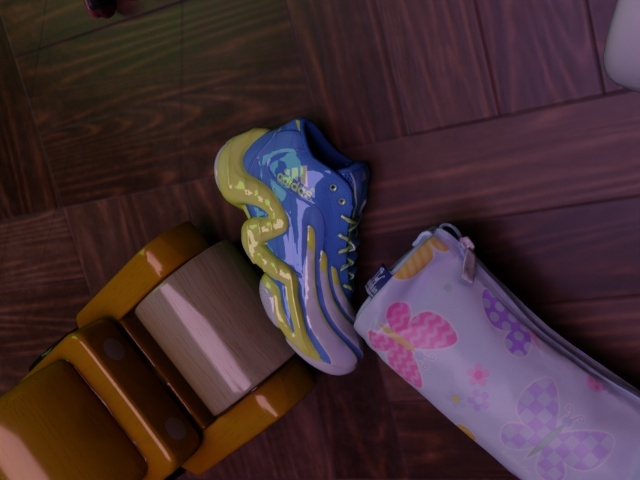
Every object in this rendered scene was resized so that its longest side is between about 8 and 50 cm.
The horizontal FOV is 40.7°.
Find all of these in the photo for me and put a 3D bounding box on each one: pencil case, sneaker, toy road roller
[{"bbox_3d":[0.158,0.109,0.711,0.273,0.113,0.124,42,100,9],"label":"pencil case"},{"bbox_3d":[0.000,0.000,0.766,0.126,0.091,0.240,-27,92,31],"label":"sneaker"},{"bbox_3d":[-0.191,0.160,0.829,0.329,0.240,0.202,-40,87,31],"label":"toy road roller"}]

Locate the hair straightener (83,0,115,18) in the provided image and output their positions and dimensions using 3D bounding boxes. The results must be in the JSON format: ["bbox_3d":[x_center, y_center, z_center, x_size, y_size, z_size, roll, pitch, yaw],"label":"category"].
[{"bbox_3d":[-0.215,-0.330,0.797,0.089,0.047,0.230,-17,94,30],"label":"hair straightener"}]

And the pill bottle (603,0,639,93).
[{"bbox_3d":[0.353,-0.128,0.487,0.334,0.188,0.188,23,116,18],"label":"pill bottle"}]
